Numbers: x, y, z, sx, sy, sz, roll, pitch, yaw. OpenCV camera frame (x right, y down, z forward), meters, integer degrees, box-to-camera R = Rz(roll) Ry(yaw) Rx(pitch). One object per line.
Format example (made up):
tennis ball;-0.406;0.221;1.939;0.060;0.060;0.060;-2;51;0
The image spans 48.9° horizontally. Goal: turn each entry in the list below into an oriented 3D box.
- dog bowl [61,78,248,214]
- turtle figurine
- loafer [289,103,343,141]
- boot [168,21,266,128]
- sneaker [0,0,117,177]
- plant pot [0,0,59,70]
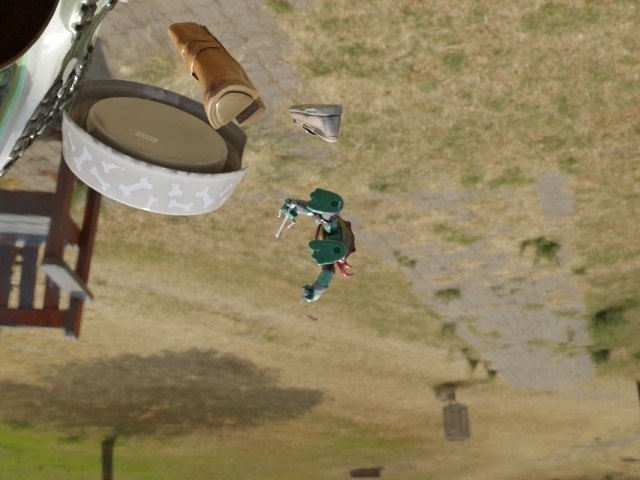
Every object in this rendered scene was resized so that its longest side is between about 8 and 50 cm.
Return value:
dog bowl;-0.296;-0.168;1.266;0.348;0.349;0.102;10;119;-24
turtle figurine;0.000;0.000;1.166;0.118;0.175;0.234;-19;171;-10
loafer;-0.007;-0.132;0.782;0.045;0.039;0.125;-6;-168;-15
boot;-0.149;-0.227;0.929;0.073;0.152;0.197;-37;-179;6
sneaker;-0.318;-0.213;0.678;0.182;0.158;0.410;33;122;-13
plant pot;-0.340;-0.236;0.492;0.230;0.215;0.215;15;164;22
